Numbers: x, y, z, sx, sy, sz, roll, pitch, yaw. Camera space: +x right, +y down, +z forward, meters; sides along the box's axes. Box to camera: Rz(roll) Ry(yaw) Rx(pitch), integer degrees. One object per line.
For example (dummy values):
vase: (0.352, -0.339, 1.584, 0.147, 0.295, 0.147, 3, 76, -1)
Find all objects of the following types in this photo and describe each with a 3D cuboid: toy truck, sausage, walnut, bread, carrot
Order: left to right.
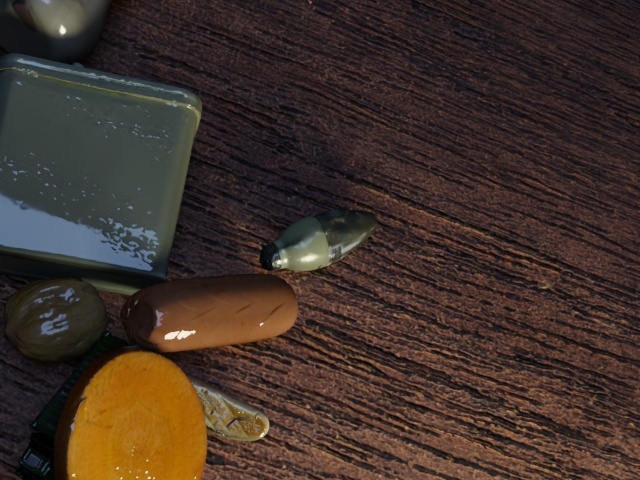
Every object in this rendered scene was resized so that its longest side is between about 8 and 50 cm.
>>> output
walnut: (-0.429, 0.127, 1.479, 0.167, 0.149, 0.166, 10, 33, -7)
toy truck: (-0.367, 0.286, 1.438, 0.088, 0.121, 0.259, 18, 59, 32)
carrot: (-0.293, 0.311, 1.396, 0.258, 0.100, 0.307, -8, 96, -47)
bread: (-0.190, 0.283, 1.539, 0.214, 0.053, 0.073, 25, 79, -2)
sausage: (-0.184, 0.120, 1.527, 0.304, 0.121, 0.121, -4, 69, -39)

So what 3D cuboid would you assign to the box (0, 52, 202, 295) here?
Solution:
box: (-0.406, -0.103, 1.565, 0.352, 0.177, 0.343, 11, 70, -13)

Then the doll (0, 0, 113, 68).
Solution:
doll: (-0.465, -0.472, 1.669, 0.226, 0.215, 0.370, 36, 63, -37)

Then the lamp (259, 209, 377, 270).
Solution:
lamp: (0.000, 0.000, 1.682, 0.250, 0.101, 0.101, -18, 75, -25)
